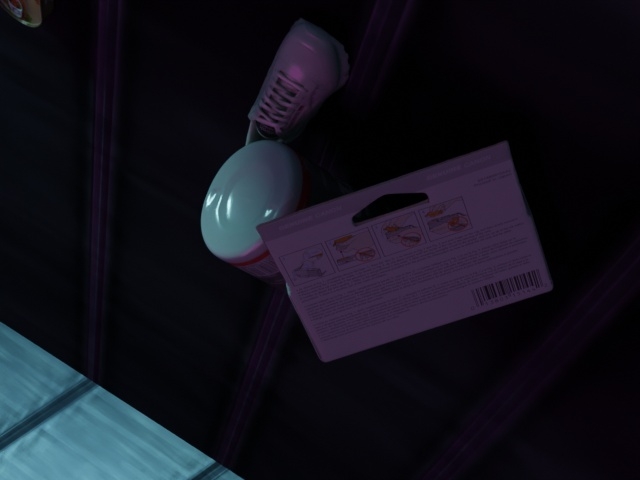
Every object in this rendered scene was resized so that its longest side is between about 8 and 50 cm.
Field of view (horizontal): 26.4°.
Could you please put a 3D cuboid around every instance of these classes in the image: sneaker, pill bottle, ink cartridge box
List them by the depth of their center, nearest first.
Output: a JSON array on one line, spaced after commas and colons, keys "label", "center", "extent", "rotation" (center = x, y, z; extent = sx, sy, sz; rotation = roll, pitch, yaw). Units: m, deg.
[{"label": "ink cartridge box", "center": [0.099, 0.003, 1.584], "extent": [0.066, 0.296, 0.261], "rotation": [-102, -9, -46]}, {"label": "sneaker", "center": [-0.035, -0.178, 1.659], "extent": [0.090, 0.095, 0.235], "rotation": [38, 153, 7]}, {"label": "pill bottle", "center": [0.000, 0.000, 1.738], "extent": [0.161, 0.161, 0.283], "rotation": [10, 165, 47]}]

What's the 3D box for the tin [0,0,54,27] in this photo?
[{"label": "tin", "center": [-0.426, -0.377, 1.936], "extent": [0.106, 0.040, 0.189], "rotation": [39, 155, 10]}]
